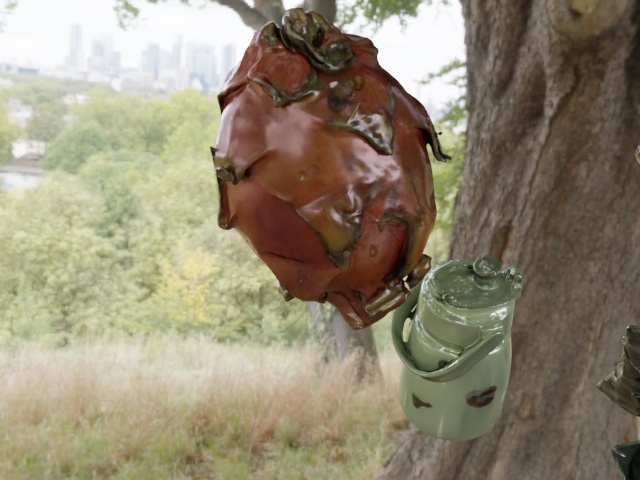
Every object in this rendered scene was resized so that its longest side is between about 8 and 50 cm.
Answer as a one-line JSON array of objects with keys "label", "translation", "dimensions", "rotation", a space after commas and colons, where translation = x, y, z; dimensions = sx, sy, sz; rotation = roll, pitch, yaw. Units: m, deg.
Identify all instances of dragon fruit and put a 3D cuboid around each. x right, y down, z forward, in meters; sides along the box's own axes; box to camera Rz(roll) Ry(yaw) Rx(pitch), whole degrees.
[{"label": "dragon fruit", "translation": [0.009, -0.071, 0.713], "dimensions": [0.315, 0.250, 0.250], "rotation": [47, 3, -17]}]

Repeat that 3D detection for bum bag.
[{"label": "bum bag", "translation": [0.626, 0.257, 1.284], "dimensions": [0.143, 0.341, 0.095], "rotation": [20, 60, 20]}]

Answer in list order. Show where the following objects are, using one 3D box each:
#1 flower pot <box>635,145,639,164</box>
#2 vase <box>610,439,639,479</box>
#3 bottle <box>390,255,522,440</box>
[{"label": "flower pot", "translation": [0.745, -0.176, 1.465], "dimensions": [0.111, 0.111, 0.089], "rotation": [-1, 45, -30]}, {"label": "vase", "translation": [0.724, 0.490, 1.398], "dimensions": [0.251, 0.156, 0.301], "rotation": [29, 0, 24]}, {"label": "bottle", "translation": [0.245, 0.185, 1.219], "dimensions": [0.228, 0.352, 0.229], "rotation": [-1, 40, 1]}]
